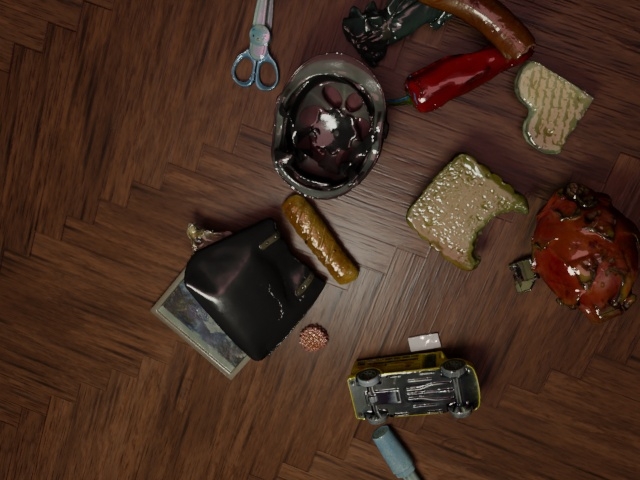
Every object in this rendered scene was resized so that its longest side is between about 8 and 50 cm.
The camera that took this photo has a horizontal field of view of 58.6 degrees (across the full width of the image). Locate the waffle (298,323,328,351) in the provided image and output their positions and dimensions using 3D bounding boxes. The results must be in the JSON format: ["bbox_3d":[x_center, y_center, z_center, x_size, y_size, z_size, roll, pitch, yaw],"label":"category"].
[{"bbox_3d":[-0.021,0.276,1.600,0.083,0.029,0.075,-18,99,15],"label":"waffle"}]

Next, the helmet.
[{"bbox_3d":[0.034,-0.269,1.378,0.271,0.197,0.338,16,105,12],"label":"helmet"}]

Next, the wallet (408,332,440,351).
[{"bbox_3d":[0.285,0.278,1.560,0.083,0.011,0.044,-12,100,12],"label":"wallet"}]

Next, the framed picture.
[{"bbox_3d":[-0.303,0.222,1.633,0.315,0.024,0.232,40,104,-3],"label":"framed picture"}]

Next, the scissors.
[{"bbox_3d":[-0.152,-0.512,1.438,0.125,0.030,0.255,12,107,7],"label":"scissors"}]

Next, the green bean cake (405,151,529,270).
[{"bbox_3d":[0.358,-0.073,1.411,0.233,0.124,0.236,40,105,0],"label":"green bean cake"}]

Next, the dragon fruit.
[{"bbox_3d":[0.625,0.029,1.345,0.250,0.250,0.315,-41,80,15],"label":"dragon fruit"}]

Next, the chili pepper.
[{"bbox_3d":[0.319,-0.388,1.357,0.388,0.110,0.110,-22,98,10],"label":"chili pepper"}]

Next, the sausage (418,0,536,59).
[{"bbox_3d":[0.337,-0.504,1.252,0.302,0.076,0.102,33,62,-4],"label":"sausage"}]

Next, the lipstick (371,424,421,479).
[{"bbox_3d":[0.244,0.656,1.627,0.068,0.061,0.274,-32,96,12],"label":"lipstick"}]

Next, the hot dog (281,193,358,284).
[{"bbox_3d":[0.001,-0.002,1.518,0.088,0.061,0.286,-41,95,4],"label":"hot dog"}]

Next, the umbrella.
[{"bbox_3d":[0.222,-0.547,1.338,0.349,0.094,0.143,-28,126,17],"label":"umbrella"}]

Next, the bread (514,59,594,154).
[{"bbox_3d":[0.554,-0.326,1.353,0.173,0.064,0.231,-17,101,12],"label":"bread"}]

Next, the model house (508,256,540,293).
[{"bbox_3d":[0.528,0.089,1.463,0.058,0.057,0.083,-15,80,-14],"label":"model house"}]

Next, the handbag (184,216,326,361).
[{"bbox_3d":[-0.165,0.114,1.510,0.288,0.152,0.342,-38,111,-2],"label":"handbag"}]

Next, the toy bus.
[{"bbox_3d":[0.249,0.382,1.519,0.331,0.152,0.144,-9,107,13],"label":"toy bus"}]

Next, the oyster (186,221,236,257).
[{"bbox_3d":[-0.286,0.017,1.555,0.163,0.081,0.191,-28,120,5],"label":"oyster"}]
